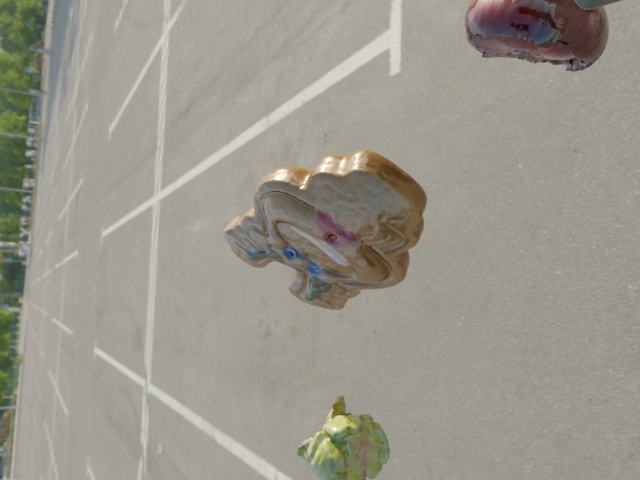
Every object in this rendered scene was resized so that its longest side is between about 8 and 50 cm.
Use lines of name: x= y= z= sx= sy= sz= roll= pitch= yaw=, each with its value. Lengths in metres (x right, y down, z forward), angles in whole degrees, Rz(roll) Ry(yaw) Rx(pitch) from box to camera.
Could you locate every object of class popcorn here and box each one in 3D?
popcorn: x=0.028 y=0.245 z=0.637 sx=0.089 sy=0.097 sz=0.109 roll=25 pitch=127 yaw=61

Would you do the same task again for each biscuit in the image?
biscuit: x=0.000 y=0.000 z=0.656 sx=0.334 sy=0.202 sz=0.047 roll=-36 pitch=21 yaw=56

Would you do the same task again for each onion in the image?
onion: x=0.374 y=-0.377 z=0.946 sx=0.248 sy=0.248 sz=0.161 roll=3 pitch=86 yaw=61

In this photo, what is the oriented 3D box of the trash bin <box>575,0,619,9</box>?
trash bin: x=0.319 y=-0.316 z=0.459 sx=0.236 sy=0.177 sz=0.101 roll=56 pitch=-164 yaw=-77
